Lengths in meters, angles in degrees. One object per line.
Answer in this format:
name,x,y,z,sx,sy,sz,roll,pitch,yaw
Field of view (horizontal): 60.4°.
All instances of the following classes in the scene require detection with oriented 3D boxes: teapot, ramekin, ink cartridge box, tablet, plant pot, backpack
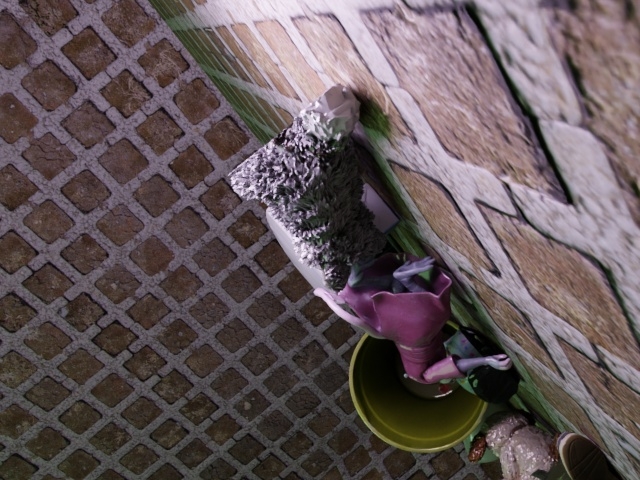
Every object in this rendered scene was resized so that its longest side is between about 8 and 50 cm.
teapot,0.572,0.611,1.838,0.252,0.187,0.255,79,-176,-46
ramekin,0.000,0.000,1.293,0.272,0.127,0.272,50,166,17
ink cartridge box,0.110,-0.052,1.194,0.104,0.062,0.181,50,179,7
tablet,0.268,0.089,1.091,0.083,0.006,0.054,50,178,-17
plant pot,0.304,0.385,1.609,0.366,0.366,0.353,50,-170,15
backpack,0.354,0.284,1.276,0.152,0.115,0.182,48,-178,-31

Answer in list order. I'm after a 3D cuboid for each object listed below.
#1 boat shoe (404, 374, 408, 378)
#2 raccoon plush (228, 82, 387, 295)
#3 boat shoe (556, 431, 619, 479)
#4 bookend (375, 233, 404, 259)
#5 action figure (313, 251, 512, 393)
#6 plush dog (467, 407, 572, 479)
boat shoe,0.397,0.459,2.178,0.109,0.302,0.094,12,-150,-17
raccoon plush,0.015,-0.048,0.910,0.299,0.216,0.446,53,178,-8
boat shoe,0.522,0.449,1.080,0.223,0.080,0.073,46,175,-17
bookend,0.127,0.051,1.399,0.157,0.156,0.072,51,178,-8
action figure,0.199,0.204,1.130,0.248,0.276,0.369,43,160,59
plush dog,0.512,0.529,1.414,0.225,0.263,0.210,32,131,52
